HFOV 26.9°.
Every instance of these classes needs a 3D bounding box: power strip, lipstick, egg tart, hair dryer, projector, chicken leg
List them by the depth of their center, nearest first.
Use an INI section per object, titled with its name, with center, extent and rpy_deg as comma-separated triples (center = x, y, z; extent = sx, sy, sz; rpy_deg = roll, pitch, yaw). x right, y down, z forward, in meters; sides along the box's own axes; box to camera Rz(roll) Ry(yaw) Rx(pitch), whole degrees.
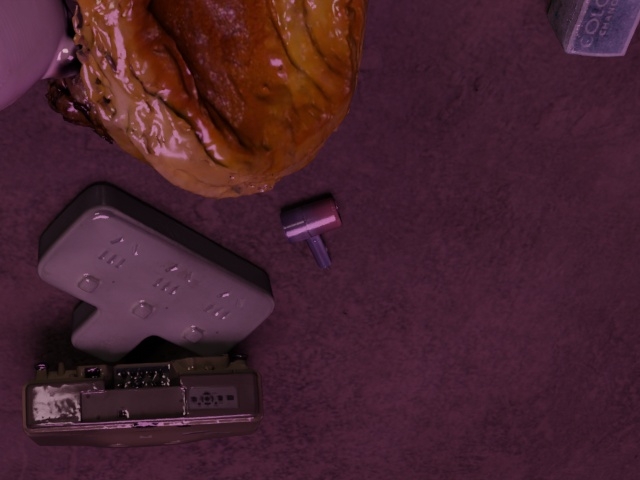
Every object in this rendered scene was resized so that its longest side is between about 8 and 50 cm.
[egg tart]
center = -0.093, -0.213, 1.167
extent = 0.150, 0.352, 0.352
rpy_deg = 10, 150, 42
[lipstick]
center = 0.291, -0.304, 1.251
extent = 0.077, 0.076, 0.290
rpy_deg = 0, 132, -16
[chicken leg]
center = -0.186, -0.125, 1.261
extent = 0.125, 0.196, 0.080
rpy_deg = 28, 95, -37
[power strip]
center = -0.203, 0.061, 1.510
extent = 0.265, 0.059, 0.193
rpy_deg = 30, 121, -33
[hair dryer]
center = 0.000, 0.000, 1.512
extent = 0.063, 0.037, 0.114
rpy_deg = -18, 141, 5
[projector]
center = -0.206, 0.192, 1.570
extent = 0.269, 0.088, 0.193
rpy_deg = -2, 165, -7

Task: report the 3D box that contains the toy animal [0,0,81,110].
[toy animal]
center = -0.327, -0.254, 1.079
extent = 0.251, 0.251, 0.310
rpy_deg = -5, 125, -6
